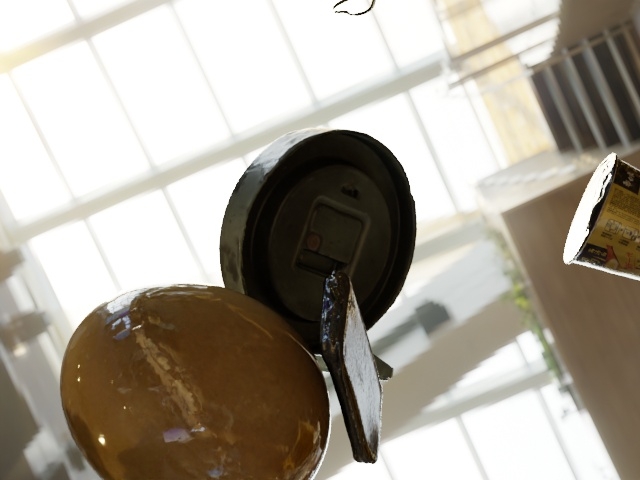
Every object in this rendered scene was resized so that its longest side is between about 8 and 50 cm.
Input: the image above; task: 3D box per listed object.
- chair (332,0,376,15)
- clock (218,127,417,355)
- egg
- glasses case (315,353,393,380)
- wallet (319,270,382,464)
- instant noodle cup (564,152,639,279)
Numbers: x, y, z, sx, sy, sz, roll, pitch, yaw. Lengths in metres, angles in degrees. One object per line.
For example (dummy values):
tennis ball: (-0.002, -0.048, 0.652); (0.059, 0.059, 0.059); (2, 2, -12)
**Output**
chair: (-0.030, -0.449, 1.968); (0.325, 0.160, 0.170); (13, -137, -45)
clock: (0.000, 0.000, 1.979); (0.067, 0.325, 0.325); (17, 141, 48)
egg: (-0.155, 0.203, 1.772); (0.374, 0.301, 0.301); (44, -164, -40)
glasses case: (0.006, 0.217, 2.533); (0.105, 0.056, 0.266); (38, 160, -33)
wallet: (0.039, 0.167, 1.808); (0.149, 0.044, 0.250); (-85, -16, -45)
instant noodle cup: (0.382, -0.017, 1.731); (0.122, 0.151, 0.151); (25, -178, 1)
